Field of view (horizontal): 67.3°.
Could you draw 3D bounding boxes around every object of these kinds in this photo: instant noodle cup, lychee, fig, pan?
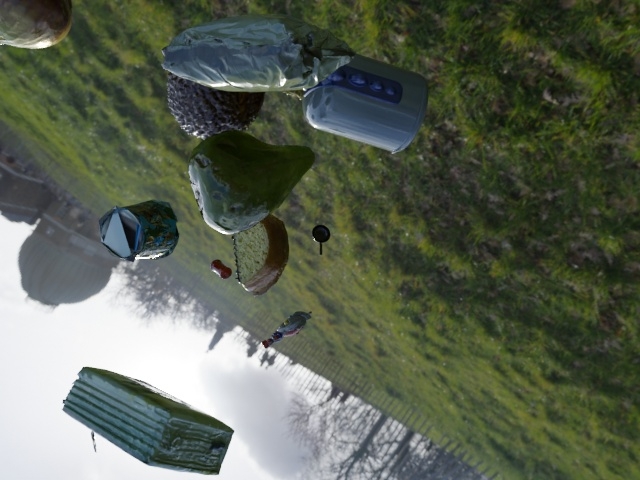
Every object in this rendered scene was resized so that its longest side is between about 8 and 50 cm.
[{"bbox_3d":[-0.658,-0.032,1.742,0.240,0.240,0.178,33,-166,13],"label":"instant noodle cup"},{"bbox_3d":[-0.286,-0.398,1.280,0.267,0.267,0.267,33,179,1],"label":"lychee"},{"bbox_3d":[-0.126,-0.134,0.999,0.206,0.275,0.206,53,153,42],"label":"fig"},{"bbox_3d":[0.000,0.000,1.708,0.069,0.115,0.023,6,159,-11],"label":"pan"},{"bbox_3d":[-0.542,-0.396,0.881,0.143,0.230,0.160,12,-150,-32],"label":"fig"}]

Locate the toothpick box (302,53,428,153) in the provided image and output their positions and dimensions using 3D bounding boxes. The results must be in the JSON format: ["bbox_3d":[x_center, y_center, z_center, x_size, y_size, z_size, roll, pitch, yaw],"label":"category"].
[{"bbox_3d":[0.106,-0.409,1.366,0.355,0.263,0.263,12,-174,-18],"label":"toothpick box"}]

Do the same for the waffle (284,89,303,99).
[{"bbox_3d":[-0.072,-0.613,1.895,0.149,0.194,0.051,50,144,26],"label":"waffle"}]

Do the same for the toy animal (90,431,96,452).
[{"bbox_3d":[-0.678,0.551,1.477,0.108,0.220,0.062,7,-177,38],"label":"toy animal"}]

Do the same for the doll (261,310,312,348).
[{"bbox_3d":[-0.107,0.290,1.582,0.062,0.195,0.104,57,-173,26],"label":"doll"}]

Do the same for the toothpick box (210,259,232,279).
[{"bbox_3d":[-0.345,0.102,1.674,0.047,0.047,0.083,34,176,-43],"label":"toothpick box"}]

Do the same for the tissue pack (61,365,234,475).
[{"bbox_3d":[-0.474,0.497,1.329,0.388,0.162,0.287,10,157,33],"label":"tissue pack"}]

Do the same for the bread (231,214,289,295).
[{"bbox_3d":[-0.155,0.009,1.293,0.129,0.134,0.260,21,-126,-65],"label":"bread"}]

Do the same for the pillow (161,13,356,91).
[{"bbox_3d":[-0.111,-0.373,0.974,0.310,0.138,0.283,4,-164,26],"label":"pillow"}]
